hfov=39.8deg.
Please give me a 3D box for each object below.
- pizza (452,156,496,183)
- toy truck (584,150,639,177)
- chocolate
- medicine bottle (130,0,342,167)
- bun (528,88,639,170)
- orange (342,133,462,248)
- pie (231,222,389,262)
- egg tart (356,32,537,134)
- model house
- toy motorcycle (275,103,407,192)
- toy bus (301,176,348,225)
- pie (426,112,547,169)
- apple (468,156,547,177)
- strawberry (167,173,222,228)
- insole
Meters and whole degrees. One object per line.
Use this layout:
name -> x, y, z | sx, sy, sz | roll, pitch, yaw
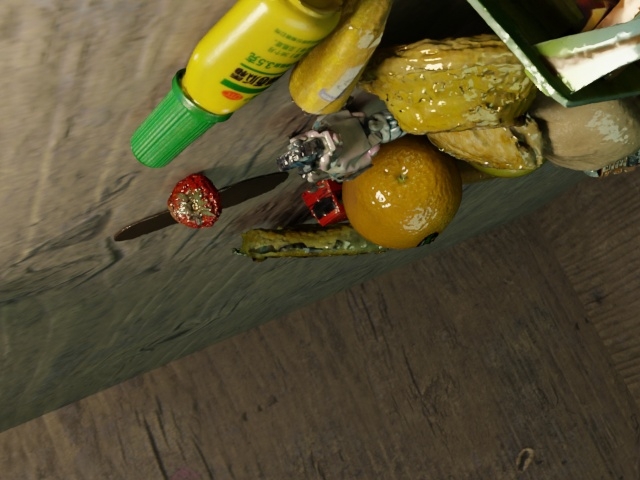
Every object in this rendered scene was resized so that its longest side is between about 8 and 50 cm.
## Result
pizza -> 0.347, -0.196, 1.840 | 0.290, 0.081, 0.228 | -8, -155, 30
toy truck -> 0.493, -0.223, 1.541 | 0.140, 0.256, 0.108 | -11, 130, -3
chocolate -> 0.026, -0.227, 1.004 | 0.086, 0.085, 0.219 | -21, 165, -25
medicine bottle -> -0.105, -0.173, 0.937 | 0.111, 0.076, 0.309 | -4, 158, -46
bun -> 0.374, -0.230, 1.331 | 0.282, 0.281, 0.205 | -15, 173, -47
orange -> 0.145, -0.091, 1.584 | 0.236, 0.236, 0.236 | -25, 170, -5
pie -> 0.000, 0.000, 1.809 | 0.297, 0.078, 0.371 | -5, 180, 21
egg tart -> 0.185, -0.201, 1.156 | 0.294, 0.123, 0.294 | -7, -175, 1
model house -> 0.388, -0.276, 0.909 | 0.300, 0.340, 0.323 | -17, 155, -48
toy motorcycle -> 0.044, -0.155, 1.329 | 0.204, 0.108, 0.239 | -23, -165, 12
toy bus -> 0.059, -0.091, 1.719 | 0.081, 0.089, 0.195 | -34, 168, 39
pie -> 0.228, -0.169, 1.353 | 0.068, 0.128, 0.282 | -44, -153, -10
apple -> 0.325, -0.206, 1.541 | 0.196, 0.196, 0.157 | -28, -154, 10
strawberry -> -0.187, -0.058, 1.320 | 0.083, 0.083, 0.096 | -25, -156, -5
insole -> -0.193, -0.059, 1.488 | 0.328, 0.007, 0.111 | -22, 168, -25
